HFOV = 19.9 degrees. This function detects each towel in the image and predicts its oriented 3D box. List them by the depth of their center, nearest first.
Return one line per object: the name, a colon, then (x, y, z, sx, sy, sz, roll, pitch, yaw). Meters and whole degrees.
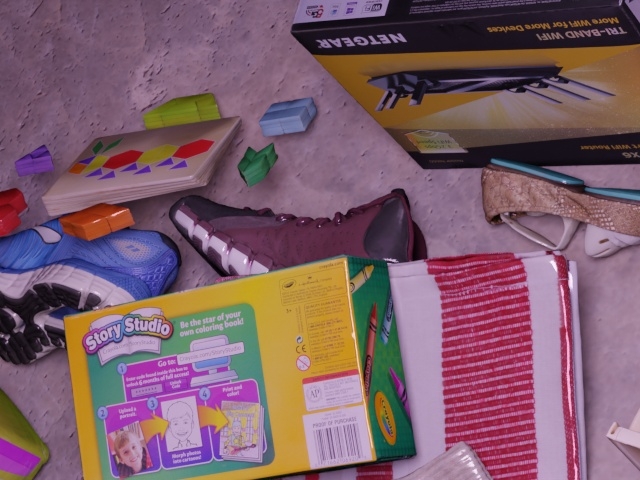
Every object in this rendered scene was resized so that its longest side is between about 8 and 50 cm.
towel: (0.058, 0.135, 1.511, 0.329, 0.037, 0.237, -5, 83, 27)

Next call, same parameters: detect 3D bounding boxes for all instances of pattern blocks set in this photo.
pattern blocks set: (-0.175, -0.072, 1.779, 0.325, 0.026, 0.285, -3, 28, 31)

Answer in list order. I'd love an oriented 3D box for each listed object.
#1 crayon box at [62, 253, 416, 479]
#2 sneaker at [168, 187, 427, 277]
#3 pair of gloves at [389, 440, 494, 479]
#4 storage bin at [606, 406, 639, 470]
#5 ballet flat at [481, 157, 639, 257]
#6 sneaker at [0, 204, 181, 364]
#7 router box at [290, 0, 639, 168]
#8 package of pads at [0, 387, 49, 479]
crayon box: (-0.071, 0.119, 1.512, 0.278, 0.081, 0.165, -12, 80, 25)
sneaker: (0.000, 0.000, 1.671, 0.281, 0.106, 0.162, 36, 81, 32)
pair of gloves: (0.067, 0.295, 1.424, 0.204, 0.042, 0.240, -24, 68, 12)
storage bin: (0.369, 0.167, 1.190, 0.260, 0.262, 0.123, 18, 72, 41)
ballet flat: (0.223, -0.021, 1.552, 0.206, 0.073, 0.067, 15, 100, 43)
sneaker: (-0.254, 0.037, 1.816, 0.330, 0.130, 0.147, 4, 39, 45)
router box: (0.167, -0.153, 1.540, 0.309, 0.243, 0.081, 0, 63, 35)
package of pads: (-0.417, 0.133, 1.781, 0.101, 0.229, 0.296, -51, 48, 1)
